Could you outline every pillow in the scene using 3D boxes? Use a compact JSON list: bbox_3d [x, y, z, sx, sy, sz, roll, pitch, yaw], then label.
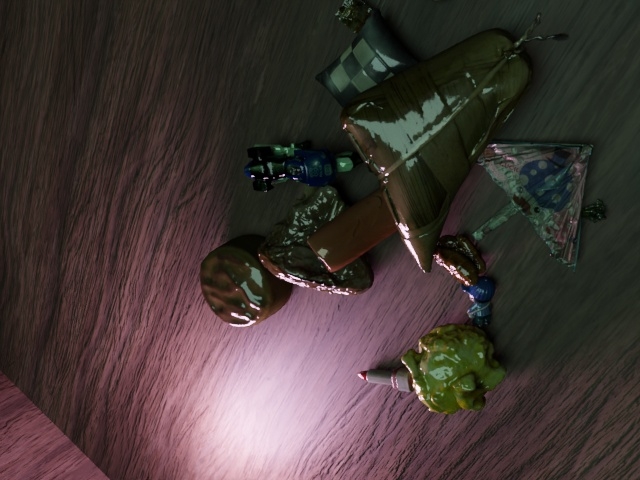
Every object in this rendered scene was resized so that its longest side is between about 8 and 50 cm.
[{"bbox_3d":[0.114,-0.420,1.443,0.250,0.106,0.186,-39,85,39],"label":"pillow"}]

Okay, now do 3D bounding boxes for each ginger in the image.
[{"bbox_3d":[0.352,0.037,1.469,0.162,0.103,0.073,40,159,24],"label":"ginger"}]

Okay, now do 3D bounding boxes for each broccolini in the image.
[{"bbox_3d":[0.561,-0.093,1.331,0.194,0.054,0.052,31,139,21],"label":"broccolini"}]

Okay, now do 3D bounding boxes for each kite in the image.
[{"bbox_3d":[0.486,-0.100,1.356,0.406,0.014,0.368,54,133,12],"label":"kite"}]

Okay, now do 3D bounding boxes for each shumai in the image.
[{"bbox_3d":[0.001,-0.003,1.661,0.346,0.217,0.283,10,80,15],"label":"shumai"}]

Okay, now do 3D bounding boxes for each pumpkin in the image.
[{"bbox_3d":[0.084,-0.567,1.441,0.083,0.054,0.074,46,120,15],"label":"pumpkin"}]

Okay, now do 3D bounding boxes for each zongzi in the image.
[{"bbox_3d":[0.358,-0.210,1.323,0.500,0.218,0.467,-23,107,22],"label":"zongzi"}]

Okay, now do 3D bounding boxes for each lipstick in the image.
[{"bbox_3d":[0.192,0.406,1.726,0.186,0.057,0.063,-2,106,37],"label":"lipstick"}]

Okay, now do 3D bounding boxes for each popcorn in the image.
[{"bbox_3d":[0.344,0.336,1.526,0.255,0.195,0.256,24,100,16],"label":"popcorn"}]

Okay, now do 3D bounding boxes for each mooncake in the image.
[{"bbox_3d":[-0.241,0.131,1.829,0.284,0.155,0.284,11,114,26],"label":"mooncake"}]

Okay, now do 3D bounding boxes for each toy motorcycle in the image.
[{"bbox_3d":[-0.052,-0.202,1.567,0.331,0.196,0.125,2,109,29],"label":"toy motorcycle"}]

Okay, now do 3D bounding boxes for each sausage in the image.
[{"bbox_3d":[0.116,-0.041,1.497,0.304,0.121,0.121,-34,88,-5],"label":"sausage"}]

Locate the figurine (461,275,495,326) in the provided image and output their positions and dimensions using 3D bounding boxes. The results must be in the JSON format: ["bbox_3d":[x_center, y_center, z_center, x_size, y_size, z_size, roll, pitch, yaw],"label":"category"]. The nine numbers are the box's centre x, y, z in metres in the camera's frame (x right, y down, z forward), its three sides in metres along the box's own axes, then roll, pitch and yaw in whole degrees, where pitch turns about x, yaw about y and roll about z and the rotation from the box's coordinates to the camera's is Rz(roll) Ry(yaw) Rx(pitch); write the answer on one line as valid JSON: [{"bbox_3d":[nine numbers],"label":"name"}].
[{"bbox_3d":[0.413,0.158,1.488,0.079,0.077,0.136,-165,61,-70],"label":"figurine"}]
